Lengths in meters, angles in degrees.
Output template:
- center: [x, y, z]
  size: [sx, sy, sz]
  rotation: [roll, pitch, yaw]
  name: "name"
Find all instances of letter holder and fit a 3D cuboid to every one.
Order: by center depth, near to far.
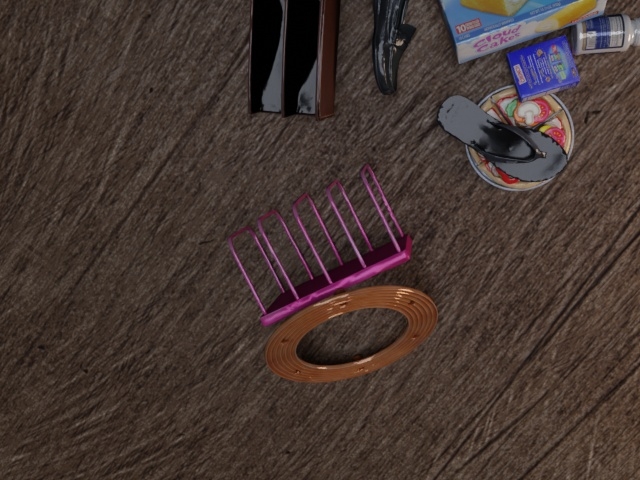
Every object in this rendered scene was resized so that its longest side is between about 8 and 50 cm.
- center: [-0.051, -0.369, 1.345]
  size: [0.152, 0.214, 0.301]
  rotation: [5, 103, 5]
  name: "letter holder"

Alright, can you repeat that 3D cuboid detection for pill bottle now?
- center: [0.513, -0.368, 1.358]
  size: [0.120, 0.067, 0.067]
  rotation: [-3, 102, 7]
  name: "pill bottle"

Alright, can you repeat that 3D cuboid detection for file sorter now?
- center: [0.000, 0.000, 1.428]
  size: [0.291, 0.202, 0.182]
  rotation: [-26, 95, 11]
  name: "file sorter"

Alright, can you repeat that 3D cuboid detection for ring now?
- center: [0.057, 0.176, 1.437]
  size: [0.337, 0.336, 0.032]
  rotation: [-24, 56, 11]
  name: "ring"

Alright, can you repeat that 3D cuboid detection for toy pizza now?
- center: [0.374, -0.191, 1.429]
  size: [0.202, 0.032, 0.201]
  rotation: [1, 102, 6]
  name: "toy pizza"

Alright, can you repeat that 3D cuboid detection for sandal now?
- center: [0.328, -0.179, 1.391]
  size: [0.255, 0.054, 0.097]
  rotation: [25, 103, 0]
  name: "sandal"

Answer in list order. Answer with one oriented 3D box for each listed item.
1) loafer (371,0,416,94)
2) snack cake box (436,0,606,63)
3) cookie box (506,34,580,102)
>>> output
- center: [0.135, -0.379, 1.393]
  size: [0.078, 0.076, 0.223]
  rotation: [2, 99, 14]
  name: "loafer"
- center: [0.342, -0.431, 1.327]
  size: [0.265, 0.089, 0.152]
  rotation: [-18, 76, 9]
  name: "snack cake box"
- center: [0.402, -0.310, 1.384]
  size: [0.107, 0.040, 0.091]
  rotation: [-15, 82, 9]
  name: "cookie box"
